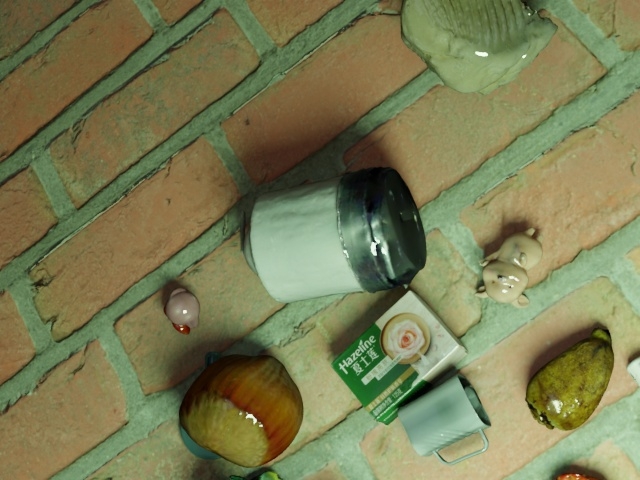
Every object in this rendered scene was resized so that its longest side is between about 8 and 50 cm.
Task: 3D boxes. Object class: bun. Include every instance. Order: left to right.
[{"bbox_3d":[0.274,-0.397,1.600,0.282,0.205,0.281,-2,74,7],"label":"bun"}]

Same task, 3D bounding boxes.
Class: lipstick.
[{"bbox_3d":[0.534,0.245,1.382,0.040,0.040,0.141,-37,63,8],"label":"lipstick"}]

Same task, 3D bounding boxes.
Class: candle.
[{"bbox_3d":[0.000,0.000,1.579,0.343,0.221,0.221,-12,70,21],"label":"candle"}]

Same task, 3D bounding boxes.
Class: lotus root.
[{"bbox_3d":[0.409,0.216,1.416,0.108,0.094,0.190,41,86,-8],"label":"lotus root"}]

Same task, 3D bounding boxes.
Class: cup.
[{"bbox_3d":[0.214,0.304,1.466,0.129,0.095,0.128,-32,67,14],"label":"cup"}]

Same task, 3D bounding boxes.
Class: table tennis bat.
[{"bbox_3d":[-0.204,0.309,1.669,0.124,0.033,0.201,-5,74,16],"label":"table tennis bat"}]

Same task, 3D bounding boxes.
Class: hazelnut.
[{"bbox_3d":[-0.138,0.289,1.558,0.210,0.186,0.210,-3,80,19],"label":"hazelnut"}]

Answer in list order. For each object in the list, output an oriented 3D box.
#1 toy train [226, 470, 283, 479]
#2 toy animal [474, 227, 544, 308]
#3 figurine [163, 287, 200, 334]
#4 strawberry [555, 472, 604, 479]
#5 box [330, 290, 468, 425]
[{"bbox_3d":[-0.042,0.535,1.467,0.397,0.160,0.253,8,82,23],"label":"toy train"},{"bbox_3d":[0.330,0.047,1.512,0.083,0.089,0.150,33,91,49],"label":"toy animal"},{"bbox_3d":[-0.267,0.135,1.728,0.083,0.067,0.071,47,115,11],"label":"figurine"},{"bbox_3d":[0.388,0.446,1.366,0.188,0.082,0.121,-55,43,9],"label":"strawberry"},{"bbox_3d":[0.136,0.204,1.537,0.199,0.081,0.135,-43,63,3],"label":"box"}]
